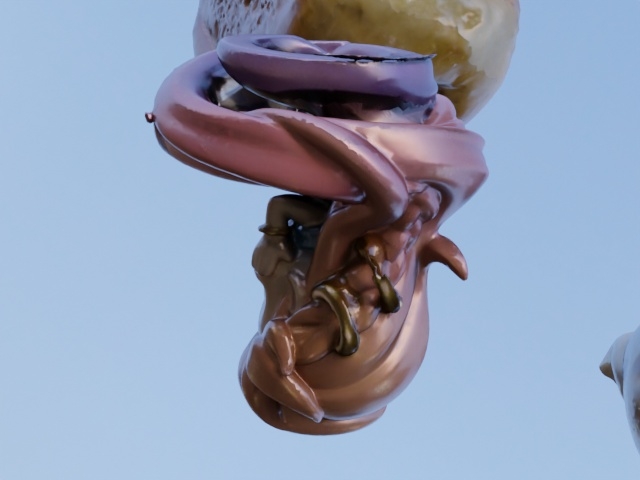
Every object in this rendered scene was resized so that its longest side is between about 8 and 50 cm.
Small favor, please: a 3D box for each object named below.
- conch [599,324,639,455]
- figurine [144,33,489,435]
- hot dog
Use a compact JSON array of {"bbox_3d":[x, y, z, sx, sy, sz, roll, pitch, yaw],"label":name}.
[{"bbox_3d":[0.295,0.122,0.754,0.183,0.275,0.148,35,-72,-24],"label":"conch"},{"bbox_3d":[0.009,-0.005,0.403,0.114,0.126,0.157,-15,-85,14],"label":"figurine"},{"bbox_3d":[0.007,-0.197,0.967,0.405,0.185,0.223,-113,-140,-52],"label":"hot dog"}]
